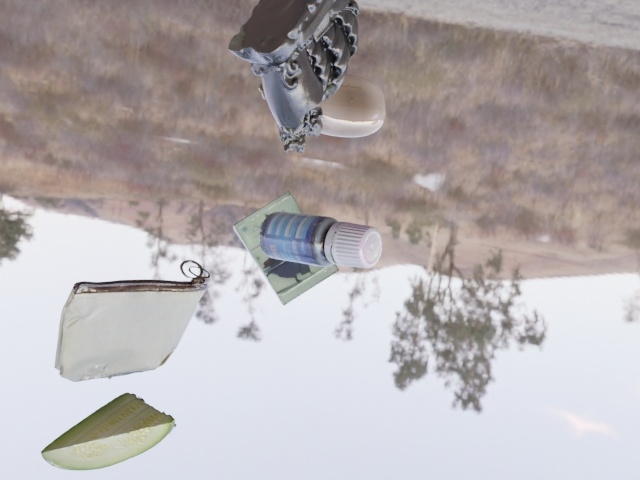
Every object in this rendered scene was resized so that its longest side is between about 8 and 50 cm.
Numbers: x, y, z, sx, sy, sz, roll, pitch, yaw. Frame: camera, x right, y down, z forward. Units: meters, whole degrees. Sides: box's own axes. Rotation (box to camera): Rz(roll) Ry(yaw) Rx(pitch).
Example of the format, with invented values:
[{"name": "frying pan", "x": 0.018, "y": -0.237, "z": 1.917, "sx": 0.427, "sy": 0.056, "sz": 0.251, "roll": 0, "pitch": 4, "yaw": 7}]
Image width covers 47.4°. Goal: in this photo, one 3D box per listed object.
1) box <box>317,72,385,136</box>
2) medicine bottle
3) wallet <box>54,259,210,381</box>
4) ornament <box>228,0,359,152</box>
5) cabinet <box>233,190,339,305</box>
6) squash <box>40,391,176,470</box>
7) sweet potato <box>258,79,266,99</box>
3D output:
[{"name": "box", "x": 0.053, "y": -0.306, "z": 1.645, "sx": 0.200, "sy": 0.146, "sz": 0.088, "roll": 1, "pitch": 167, "yaw": -21}, {"name": "medicine bottle", "x": 0.000, "y": 0.000, "z": 1.179, "sx": 0.203, "sy": 0.084, "sz": 0.083, "roll": 6, "pitch": -174, "yaw": 36}, {"name": "wallet", "x": -0.397, "y": 0.175, "z": 1.519, "sx": 0.335, "sy": 0.275, "sz": 0.068, "roll": 0, "pitch": -150, "yaw": -47}, {"name": "ornament", "x": -0.011, "y": -0.278, "z": 1.140, "sx": 0.106, "sy": 0.251, "sz": 0.260, "roll": 18, "pitch": 158, "yaw": 32}, {"name": "cabinet", "x": -0.079, "y": 0.020, "z": 1.633, "sx": 0.145, "sy": 0.206, "sz": 0.150, "roll": -32, "pitch": -179, "yaw": -7}, {"name": "squash", "x": -0.552, "y": 0.547, "z": 1.932, "sx": 0.203, "sy": 0.111, "sz": 0.288, "roll": 21, "pitch": -143, "yaw": 28}, {"name": "sweet potato", "x": -0.057, "y": -0.427, "z": 1.540, "sx": 0.108, "sy": 0.346, "sz": 0.079, "roll": 9, "pitch": 153, "yaw": -5}]
